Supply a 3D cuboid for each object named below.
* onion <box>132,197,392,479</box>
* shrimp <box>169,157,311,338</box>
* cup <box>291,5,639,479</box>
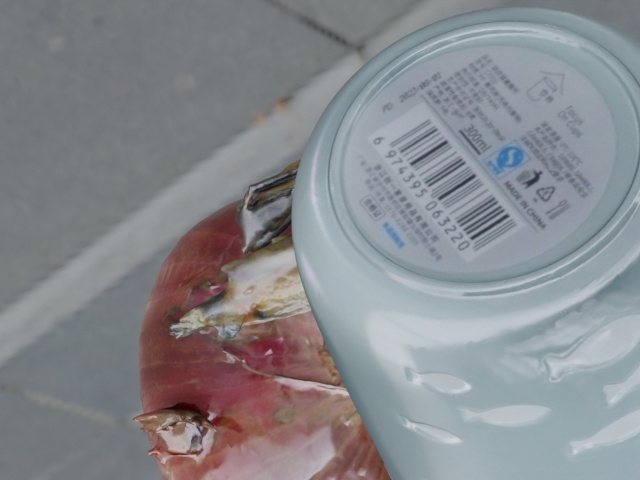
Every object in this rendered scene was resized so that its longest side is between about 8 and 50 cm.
[{"bbox_3d":[0.006,0.119,1.633,0.354,0.353,0.353,-17,150,-10],"label":"onion"},{"bbox_3d":[-0.001,-0.014,1.455,0.254,0.145,0.059,-18,143,9],"label":"shrimp"},{"bbox_3d":[0.171,0.013,1.154,0.357,0.259,0.274,-13,146,10],"label":"cup"}]
